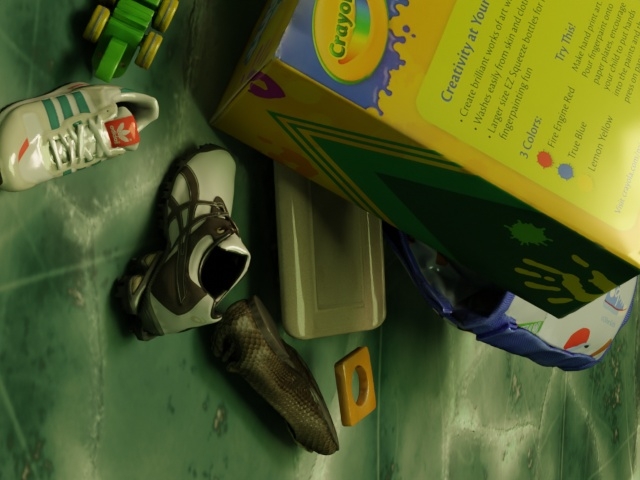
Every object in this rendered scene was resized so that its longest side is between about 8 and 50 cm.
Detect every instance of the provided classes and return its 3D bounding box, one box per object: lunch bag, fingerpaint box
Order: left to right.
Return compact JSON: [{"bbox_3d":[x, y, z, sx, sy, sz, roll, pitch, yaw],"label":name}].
[{"bbox_3d":[0.161,-0.215,1.725,0.371,0.163,0.445,29,62,-13],"label":"fingerpaint box"},{"bbox_3d":[0.199,-0.068,2.001,0.328,0.239,0.385,21,62,-61],"label":"lunch bag"}]

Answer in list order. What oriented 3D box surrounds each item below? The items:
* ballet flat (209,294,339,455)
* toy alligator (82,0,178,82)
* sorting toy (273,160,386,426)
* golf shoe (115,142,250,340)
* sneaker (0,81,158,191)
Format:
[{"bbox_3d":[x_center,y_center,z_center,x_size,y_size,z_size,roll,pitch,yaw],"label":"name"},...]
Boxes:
[{"bbox_3d":[-0.040,0.129,1.722,0.084,0.058,0.250,64,3,34],"label":"ballet flat"},{"bbox_3d":[-0.143,-0.185,1.498,0.051,0.056,0.190,-52,-165,53],"label":"toy alligator"},{"bbox_3d":[0.000,0.000,1.790,0.196,0.047,0.348,-1,88,-65],"label":"sorting toy"},{"bbox_3d":[-0.089,0.002,1.563,0.077,0.094,0.198,63,36,-43],"label":"golf shoe"},{"bbox_3d":[-0.176,-0.079,1.395,0.161,0.075,0.057,-40,126,-58],"label":"sneaker"}]
